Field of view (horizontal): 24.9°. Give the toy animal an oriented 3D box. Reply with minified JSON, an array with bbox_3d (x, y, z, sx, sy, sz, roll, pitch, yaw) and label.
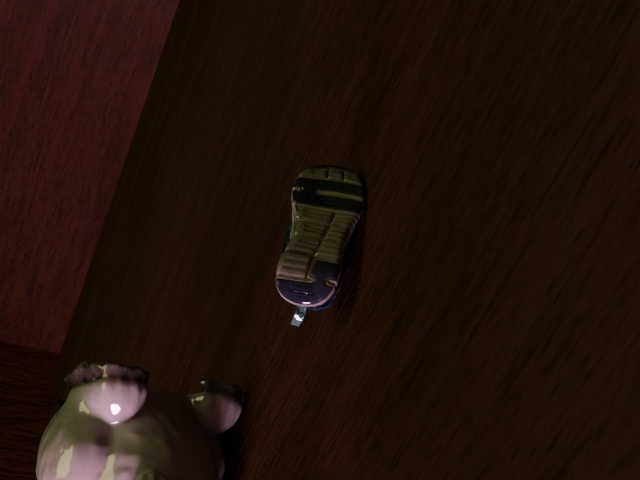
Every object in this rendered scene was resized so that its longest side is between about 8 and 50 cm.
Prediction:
[{"bbox_3d":[-0.187,0.309,1.431,0.258,0.194,0.357,-31,54,57],"label":"toy animal"}]

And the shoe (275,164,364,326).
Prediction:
[{"bbox_3d":[0.000,0.000,1.227,0.071,0.064,0.142,91,-170,-61],"label":"shoe"}]
